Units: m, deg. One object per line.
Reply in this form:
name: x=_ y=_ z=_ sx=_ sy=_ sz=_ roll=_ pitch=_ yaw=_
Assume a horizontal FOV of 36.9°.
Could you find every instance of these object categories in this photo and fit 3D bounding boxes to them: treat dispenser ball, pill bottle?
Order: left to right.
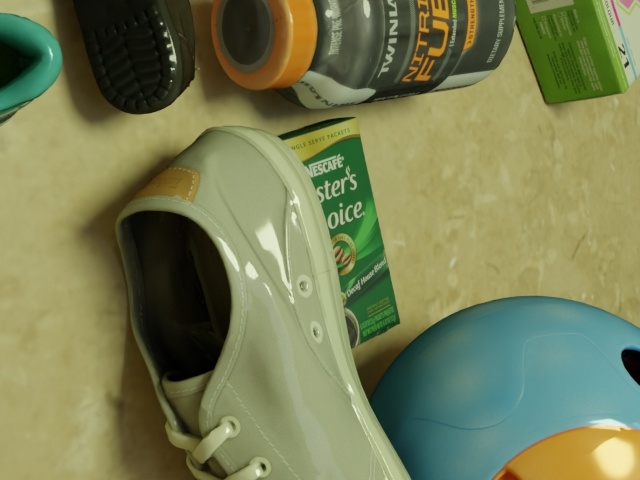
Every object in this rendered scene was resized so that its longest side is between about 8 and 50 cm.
pill bottle: x=0.034 y=-0.173 z=0.756 sx=0.246 sy=0.130 sz=0.130 roll=-16 pitch=100 yaw=-42
treat dispenser ball: x=0.171 y=0.188 z=0.769 sx=0.288 sy=0.288 sz=0.288 roll=1 pitch=88 yaw=-44

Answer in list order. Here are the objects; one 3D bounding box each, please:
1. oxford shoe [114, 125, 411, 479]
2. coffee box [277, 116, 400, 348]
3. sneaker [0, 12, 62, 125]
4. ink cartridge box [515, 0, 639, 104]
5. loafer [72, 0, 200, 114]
oxford shoe: x=-0.034 y=0.145 z=0.662 sx=0.130 sy=0.169 sz=0.449 roll=-23 pitch=97 yaw=-45
coffee box: x=0.000 y=0.000 z=0.780 sx=0.113 sy=0.040 sz=0.184 roll=-21 pitch=104 yaw=-42
sneaker: x=-0.263 y=-0.090 z=0.483 sx=0.275 sy=0.110 sz=0.107 roll=-15 pitch=100 yaw=-42
ink cartridge box: x=0.315 y=-0.295 z=1.052 sx=0.255 sy=0.097 sz=0.188 roll=-43 pitch=117 yaw=-35
loafer: x=-0.133 y=-0.193 z=0.646 sx=0.078 sy=0.080 sz=0.220 roll=-29 pitch=111 yaw=-75
